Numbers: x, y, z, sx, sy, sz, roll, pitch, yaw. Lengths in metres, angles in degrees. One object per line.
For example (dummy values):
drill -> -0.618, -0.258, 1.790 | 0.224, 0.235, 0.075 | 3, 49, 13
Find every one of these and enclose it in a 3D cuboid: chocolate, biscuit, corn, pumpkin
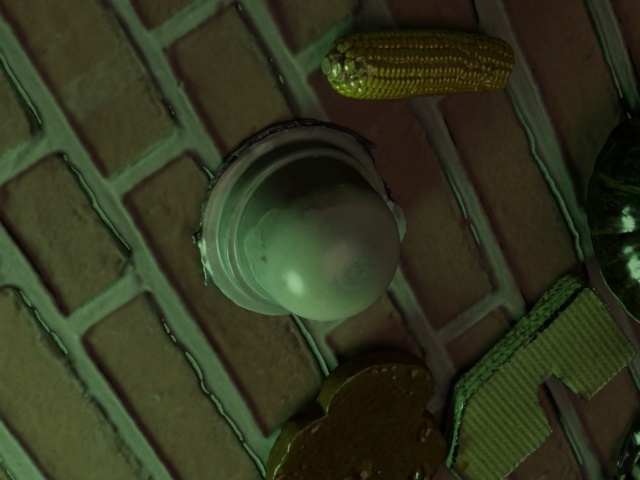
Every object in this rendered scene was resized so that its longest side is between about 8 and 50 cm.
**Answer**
chocolate -> 0.006, 0.005, 1.794 | 0.221, 0.147, 0.221 | -17, 125, -26
biscuit -> 0.225, 0.160, 2.079 | 0.250, 0.046, 0.147 | -45, 131, 0
corn -> 0.092, -0.165, 1.791 | 0.206, 0.067, 0.067 | -3, 119, -30
pumpkin -> 0.398, -0.032, 1.962 | 0.260, 0.189, 0.260 | 1, 98, 8
biscuit -> 0.032, 0.240, 2.018 | 0.208, 0.041, 0.290 | 5, 116, -32

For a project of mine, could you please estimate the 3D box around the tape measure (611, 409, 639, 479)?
tape measure -> 0.476, 0.223, 2.214 | 0.271, 0.133, 0.231 | -2, 119, -27
